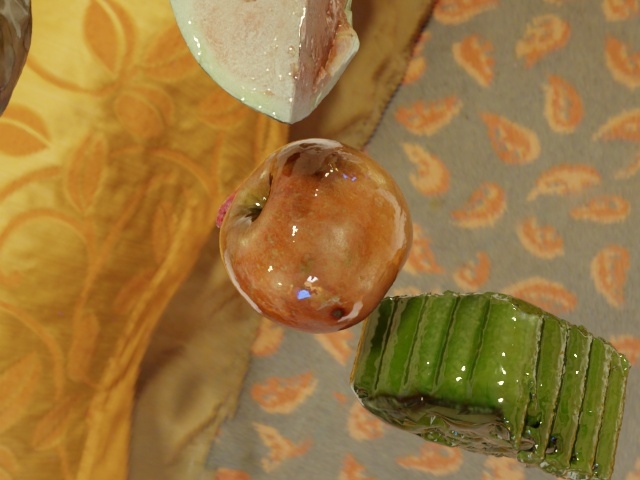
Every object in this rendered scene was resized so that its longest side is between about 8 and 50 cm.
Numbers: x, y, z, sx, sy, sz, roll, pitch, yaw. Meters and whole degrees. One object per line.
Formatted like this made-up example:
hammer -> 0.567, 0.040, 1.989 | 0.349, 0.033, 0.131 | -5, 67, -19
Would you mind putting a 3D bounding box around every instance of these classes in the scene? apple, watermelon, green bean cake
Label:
apple -> 0.000, 0.000, 1.475 | 0.253, 0.253, 0.254 | -4, 73, 14
watermelon -> -0.039, -0.274, 1.250 | 0.176, 0.260, 0.256 | -33, 94, 29
green bean cake -> 0.241, 0.216, 1.643 | 0.319, 0.335, 0.218 | -4, 64, 48

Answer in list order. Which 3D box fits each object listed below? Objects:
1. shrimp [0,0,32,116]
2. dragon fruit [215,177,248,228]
shrimp -> -0.198, -0.206, 0.628 | 0.062, 0.164, 0.317 | 6, 120, 4
dragon fruit -> -0.033, -0.043, 1.837 | 0.261, 0.189, 0.163 | 27, 79, 21
